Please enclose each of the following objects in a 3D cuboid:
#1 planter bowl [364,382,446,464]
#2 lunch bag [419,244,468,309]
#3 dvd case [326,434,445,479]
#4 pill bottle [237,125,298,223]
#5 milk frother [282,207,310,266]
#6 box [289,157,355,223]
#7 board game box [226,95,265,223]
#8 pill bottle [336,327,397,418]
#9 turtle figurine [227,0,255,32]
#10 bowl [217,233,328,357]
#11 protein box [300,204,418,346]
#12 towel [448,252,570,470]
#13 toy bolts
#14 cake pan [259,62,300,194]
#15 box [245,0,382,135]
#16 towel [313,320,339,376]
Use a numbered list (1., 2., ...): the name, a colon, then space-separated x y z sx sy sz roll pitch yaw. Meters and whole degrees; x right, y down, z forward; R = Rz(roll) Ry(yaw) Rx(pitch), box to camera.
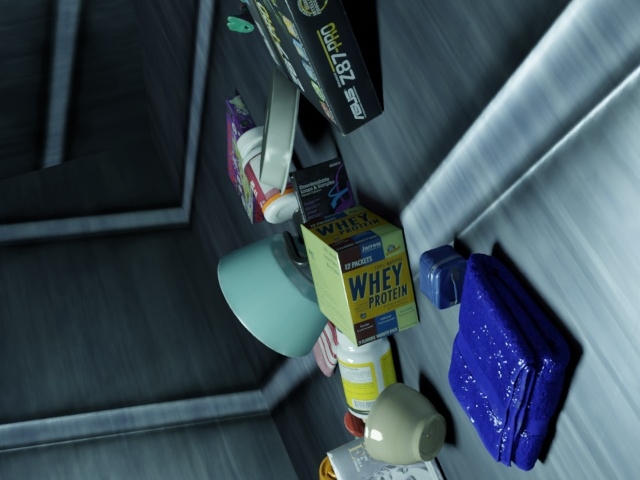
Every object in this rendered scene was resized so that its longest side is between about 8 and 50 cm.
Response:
1. planter bowl: 0.179 0.373 1.672 0.109 0.162 0.162 12 123 41
2. lunch bag: 0.202 0.065 1.369 0.065 0.067 0.098 -129 25 -51
3. dvd case: 0.140 0.491 1.823 0.164 0.221 0.018 66 -164 17
4. pill bottle: -0.118 -0.161 2.062 0.121 0.121 0.221 104 144 -62
5. milk frother: 0.000 0.000 1.941 0.143 0.129 0.135 14 -136 -56
6. box: 0.011 -0.079 1.745 0.029 0.116 0.162 3 112 68
7. board game box: -0.214 -0.226 2.445 0.347 0.056 0.208 97 154 -57
8. pill bottle: 0.100 0.269 1.837 0.119 0.119 0.208 -141 37 -62
9. turtle figurine: -0.141 -0.539 1.693 0.175 0.118 0.234 100 171 -58
10. bowl: -0.074 0.105 2.015 0.311 0.163 0.311 41 -158 -21
11. protein box: 0.075 0.064 1.659 0.200 0.136 0.201 -142 36 -63
12. towel: 0.267 0.192 1.287 0.308 0.076 0.227 89 155 -47
13. toy bolts: 0.113 0.520 1.979 0.228 0.218 0.158 -100 -9 -51
14. cake pan: -0.087 -0.244 1.776 0.293 0.054 0.293 -173 90 -83
15. box: -0.053 -0.410 1.451 0.318 0.097 0.395 54 174 46
16. towel: -0.007 0.203 2.259 0.329 0.037 0.237 101 145 -59
